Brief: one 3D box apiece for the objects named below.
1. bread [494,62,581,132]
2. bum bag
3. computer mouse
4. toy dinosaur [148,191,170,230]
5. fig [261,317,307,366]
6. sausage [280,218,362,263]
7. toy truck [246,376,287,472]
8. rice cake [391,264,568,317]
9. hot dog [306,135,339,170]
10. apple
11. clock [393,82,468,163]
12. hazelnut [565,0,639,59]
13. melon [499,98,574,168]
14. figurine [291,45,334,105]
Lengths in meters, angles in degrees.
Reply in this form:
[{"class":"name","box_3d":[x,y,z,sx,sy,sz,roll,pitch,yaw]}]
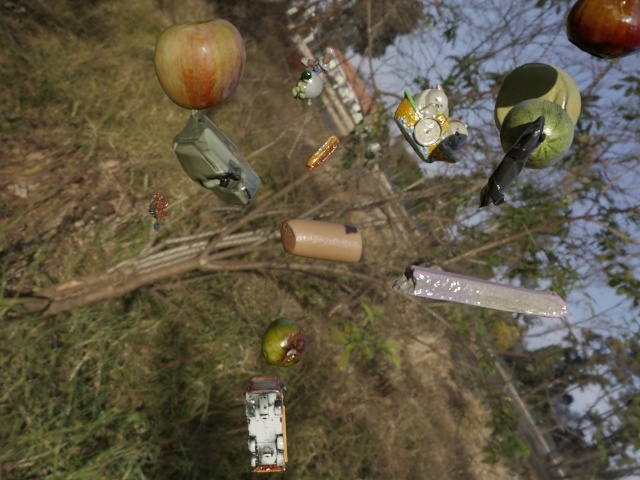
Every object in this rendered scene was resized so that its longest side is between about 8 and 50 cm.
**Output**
[{"class":"bread","box_3d":[0.808,-0.497,2.224,0.321,0.320,0.237,63,19,13]},{"class":"bum bag","box_3d":[0.350,-0.136,1.082,0.049,0.198,0.087,33,24,5]},{"class":"computer mouse","box_3d":[-0.288,-0.204,1.577,0.228,0.145,0.429,48,3,-29]},{"class":"toy dinosaur","box_3d":[-0.457,-0.087,1.684,0.049,0.055,0.154,58,16,-44]},{"class":"fig","box_3d":[-0.143,0.387,2.304,0.181,0.180,0.191,58,9,-40]},{"class":"sausage","box_3d":[0.000,0.000,1.885,0.123,0.252,0.123,-173,-90,-73]},{"class":"toy truck","box_3d":[-0.146,0.517,1.656,0.135,0.114,0.271,-100,-172,-76]},{"class":"rice cake","box_3d":[0.356,0.115,1.306,0.070,0.398,0.064,-151,-108,-78]},{"class":"hot dog","box_3d":[0.007,-0.274,1.897,0.038,0.144,0.062,41,-12,5]},{"class":"apple","box_3d":[-0.330,-0.490,1.666,0.257,0.256,0.234,-106,-172,-70]},{"class":"clock","box_3d":[0.284,-0.287,1.500,0.231,0.144,0.103,52,4,-18]},{"class":"hazelnut","box_3d":[0.822,-0.622,1.675,0.217,0.251,0.217,-179,-90,-89]},{"class":"melon","box_3d":[0.427,-0.212,1.185,0.139,0.139,0.192,61,18,-11]},{"class":"figurine","box_3d":[-0.025,-0.542,1.944,0.093,0.197,0.147,24,11,3]}]
